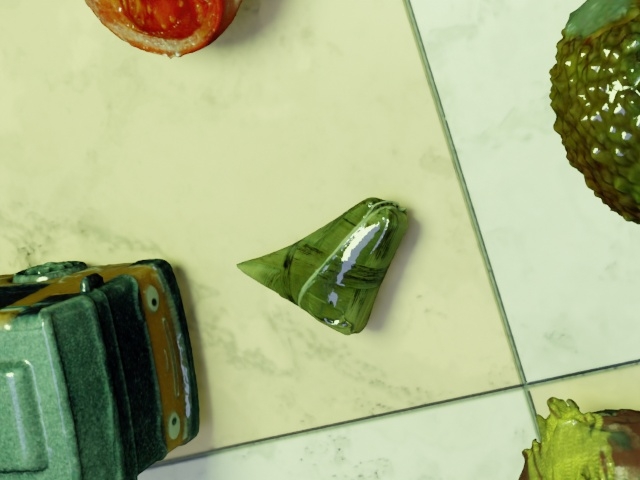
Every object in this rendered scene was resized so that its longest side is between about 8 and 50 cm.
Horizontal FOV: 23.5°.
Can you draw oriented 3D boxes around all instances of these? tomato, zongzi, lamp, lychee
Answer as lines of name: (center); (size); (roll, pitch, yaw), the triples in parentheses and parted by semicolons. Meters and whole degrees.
tomato: (-0.109, -0.215, 1.065); (0.139, 0.091, 0.159); (-18, 114, 46)
zongzi: (0.000, 0.000, 1.110); (0.113, 0.052, 0.104); (31, 104, 26)
lamp: (0.202, 0.194, 1.024); (0.157, 0.135, 0.156); (11, 107, 17)
lychee: (0.222, -0.082, 0.947); (0.171, 0.171, 0.171); (5, 104, 20)

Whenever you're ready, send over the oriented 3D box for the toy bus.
toy bus: (-0.274, 0.110, 1.160); (0.323, 0.194, 0.162); (-5, 100, 23)
